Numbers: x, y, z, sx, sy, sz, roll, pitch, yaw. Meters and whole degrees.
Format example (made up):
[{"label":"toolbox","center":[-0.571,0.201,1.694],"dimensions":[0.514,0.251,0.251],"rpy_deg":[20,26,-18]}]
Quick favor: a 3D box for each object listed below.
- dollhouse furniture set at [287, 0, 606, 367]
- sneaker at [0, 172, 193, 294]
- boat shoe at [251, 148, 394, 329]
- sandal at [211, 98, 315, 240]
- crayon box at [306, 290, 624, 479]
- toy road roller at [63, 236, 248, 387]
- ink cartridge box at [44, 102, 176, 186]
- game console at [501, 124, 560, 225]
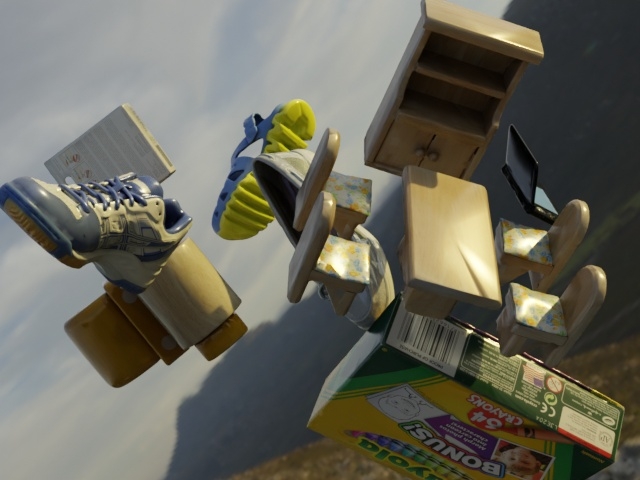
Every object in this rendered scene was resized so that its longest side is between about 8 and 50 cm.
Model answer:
[{"label":"dollhouse furniture set","center":[0.174,-0.091,1.379],"dimensions":[0.394,0.362,0.256],"rpy_deg":[-87,17,-49]},{"label":"sneaker","center":[-0.252,-0.036,1.221],"dimensions":[0.131,0.112,0.296],"rpy_deg":[-48,-21,3]},{"label":"boat shoe","center":[0.001,-0.003,1.610],"dimensions":[0.103,0.320,0.118],"rpy_deg":[-6,-29,-45]},{"label":"sandal","center":[-0.130,-0.142,2.139],"dimensions":[0.138,0.126,0.317],"rpy_deg":[14,69,42]},{"label":"crayon box","center":[0.202,0.262,1.574],"dimensions":[0.106,0.363,0.313],"rpy_deg":[-66,5,-37]},{"label":"toy road roller","center":[-0.269,0.118,1.673],"dimensions":[0.240,0.202,0.329],"rpy_deg":[-40,8,-10]},{"label":"ink cartridge box","center":[-0.359,-0.126,1.829],"dimensions":[0.179,0.145,0.045],"rpy_deg":[-34,6,15]},{"label":"game console","center":[0.302,-0.088,1.488],"dimensions":[0.071,0.107,0.122],"rpy_deg":[-54,26,25]}]
